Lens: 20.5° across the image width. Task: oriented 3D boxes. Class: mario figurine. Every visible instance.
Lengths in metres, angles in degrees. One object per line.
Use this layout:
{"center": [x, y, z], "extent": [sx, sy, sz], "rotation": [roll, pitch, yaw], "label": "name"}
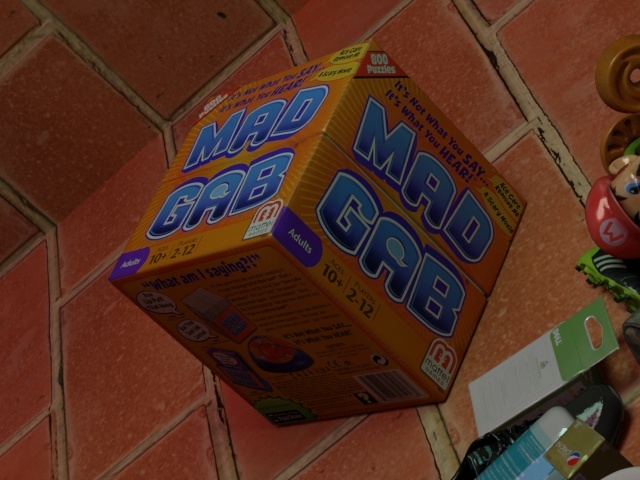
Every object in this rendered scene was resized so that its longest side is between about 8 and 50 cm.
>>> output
{"center": [0.459, -0.098, 2.143], "extent": [0.320, 0.170, 0.198], "rotation": [-40, 41, 0], "label": "mario figurine"}

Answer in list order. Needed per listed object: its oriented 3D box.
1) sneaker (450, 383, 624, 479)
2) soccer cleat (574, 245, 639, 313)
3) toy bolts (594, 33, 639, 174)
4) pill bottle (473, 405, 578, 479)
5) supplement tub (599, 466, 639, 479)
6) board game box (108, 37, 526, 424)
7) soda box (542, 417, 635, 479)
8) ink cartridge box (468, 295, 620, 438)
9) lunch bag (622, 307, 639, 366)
{"center": [0.240, 0.259, 2.053], "extent": [0.267, 0.106, 0.101], "rotation": [-45, 24, 0], "label": "sneaker"}
{"center": [0.380, 0.039, 2.206], "extent": [0.072, 0.060, 0.179], "rotation": [-43, 24, -1], "label": "soccer cleat"}
{"center": [0.448, -0.197, 2.303], "extent": [0.228, 0.218, 0.158], "rotation": [-29, 20, -4], "label": "toy bolts"}
{"center": [0.218, 0.319, 1.953], "extent": [0.264, 0.146, 0.146], "rotation": [-45, 26, 5], "label": "pill bottle"}
{"center": [0.339, 0.326, 1.705], "extent": [0.144, 0.200, 0.144], "rotation": [-35, 29, 23], "label": "supplement tub"}
{"center": [0.000, 0.000, 2.477], "extent": [0.356, 0.356, 0.356], "rotation": [-14, 41, 47], "label": "board game box"}
{"center": [0.317, 0.265, 1.842], "extent": [0.058, 0.181, 0.061], "rotation": [-47, 26, -1], "label": "soda box"}
{"center": [0.284, 0.171, 2.154], "extent": [0.209, 0.062, 0.109], "rotation": [-36, 28, 19], "label": "ink cartridge box"}
{"center": [0.499, 0.094, 1.803], "extent": [0.256, 0.212, 0.305], "rotation": [-40, 24, -16], "label": "lunch bag"}
